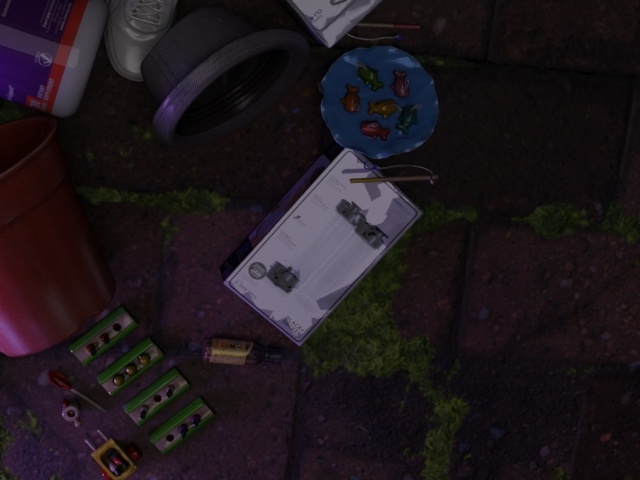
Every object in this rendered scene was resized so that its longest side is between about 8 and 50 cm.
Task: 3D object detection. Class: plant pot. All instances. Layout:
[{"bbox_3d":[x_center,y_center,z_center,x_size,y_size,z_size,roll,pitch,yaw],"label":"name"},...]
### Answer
[{"bbox_3d":[-0.439,0.003,1.545,0.272,0.272,0.265,-25,116,-3],"label":"plant pot"}]

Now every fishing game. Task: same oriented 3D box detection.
[{"bbox_3d":[0.089,-0.214,1.627,0.189,0.041,0.264,1,76,-10],"label":"fishing game"}]

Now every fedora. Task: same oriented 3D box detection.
[{"bbox_3d":[-0.155,-0.249,1.551,0.124,0.275,0.244,52,127,9],"label":"fedora"}]

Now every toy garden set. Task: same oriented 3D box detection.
[{"bbox_3d":[-0.318,0.259,1.729,0.204,0.049,0.244,-38,108,1],"label":"toy garden set"}]

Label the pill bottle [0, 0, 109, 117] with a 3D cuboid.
[{"bbox_3d":[-0.466,-0.299,1.487,0.322,0.181,0.182,18,101,-14],"label":"pill bottle"}]

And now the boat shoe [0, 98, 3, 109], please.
[{"bbox_3d":[-0.562,-0.168,1.549,0.227,0.068,0.081,-28,111,-11],"label":"boat shoe"}]

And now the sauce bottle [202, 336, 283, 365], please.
[{"bbox_3d":[-0.125,0.180,1.749,0.128,0.042,0.042,6,104,-14],"label":"sauce bottle"}]

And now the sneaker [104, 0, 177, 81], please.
[{"bbox_3d":[-0.241,-0.368,1.545,0.110,0.118,0.292,12,103,-15],"label":"sneaker"}]

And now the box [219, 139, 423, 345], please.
[{"bbox_3d":[0.000,0.000,1.698,0.169,0.087,0.290,40,95,-16],"label":"box"}]

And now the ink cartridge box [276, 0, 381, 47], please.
[{"bbox_3d":[0.005,-0.369,1.555,0.128,0.176,0.127,-43,108,2],"label":"ink cartridge box"}]
